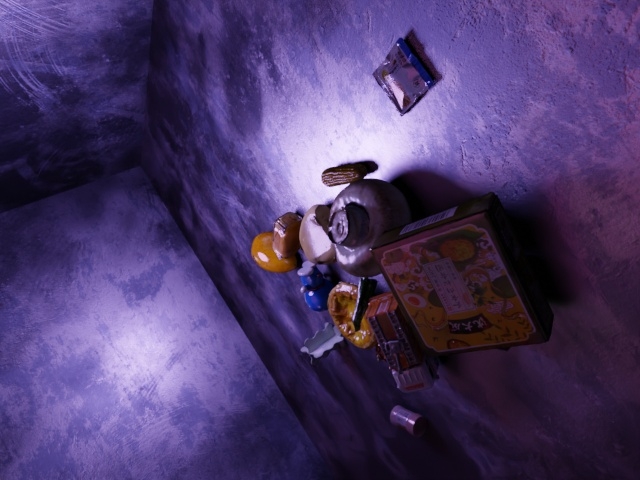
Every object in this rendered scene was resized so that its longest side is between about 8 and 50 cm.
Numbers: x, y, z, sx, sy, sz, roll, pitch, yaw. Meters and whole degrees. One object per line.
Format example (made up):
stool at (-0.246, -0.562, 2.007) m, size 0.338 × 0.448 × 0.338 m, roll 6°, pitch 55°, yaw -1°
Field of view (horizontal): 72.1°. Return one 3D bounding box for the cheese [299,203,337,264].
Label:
cheese at (0.000, 0.000, 1.979) m, size 0.259 × 0.128 × 0.315 m, roll 62°, pitch 147°, yaw 18°

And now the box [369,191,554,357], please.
box at (0.400, 0.118, 1.273) m, size 0.373 × 0.138 × 0.419 m, roll -21°, pitch 102°, yaw 38°

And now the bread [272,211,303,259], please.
bread at (-0.159, -0.020, 2.168) m, size 0.107 × 0.136 × 0.241 m, roll 41°, pitch 144°, yaw 25°

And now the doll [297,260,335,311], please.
doll at (-0.027, 0.225, 2.120) m, size 0.161 × 0.215 × 0.256 m, roll -12°, pitch 113°, yaw 37°

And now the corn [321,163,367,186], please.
corn at (0.087, -0.254, 1.690) m, size 0.231 × 0.080 × 0.080 m, roll -3°, pitch 113°, yaw 54°

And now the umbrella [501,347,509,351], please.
umbrella at (0.569, 0.202, 1.359) m, size 0.094 × 0.090 × 0.325 m, roll 6°, pitch 119°, yaw 37°

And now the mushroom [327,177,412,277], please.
mushroom at (0.157, -0.045, 1.548) m, size 0.352 × 0.261 × 0.351 m, roll -15°, pitch 72°, yaw 53°

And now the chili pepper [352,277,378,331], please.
chili pepper at (0.173, 0.263, 1.793) m, size 0.059 × 0.088 × 0.226 m, roll -16°, pitch 57°, yaw 67°

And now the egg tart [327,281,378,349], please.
egg tart at (0.173, 0.324, 1.970) m, size 0.341 × 0.132 × 0.340 m, roll 30°, pitch 134°, yaw 38°

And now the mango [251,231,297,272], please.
mango at (-0.251, 0.073, 2.333) m, size 0.290 × 0.191 × 0.159 m, roll 36°, pitch 148°, yaw 27°

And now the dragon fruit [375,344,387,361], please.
dragon fruit at (0.296, 0.496, 1.976) m, size 0.147 × 0.096 × 0.102 m, roll 39°, pitch 139°, yaw 28°

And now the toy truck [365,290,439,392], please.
toy truck at (0.319, 0.402, 1.708) m, size 0.174 × 0.207 × 0.387 m, roll -22°, pitch 99°, yaw 23°

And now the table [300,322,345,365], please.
table at (0.009, 0.550, 2.324) m, size 0.167 × 0.198 × 0.166 m, roll 34°, pitch 140°, yaw 35°

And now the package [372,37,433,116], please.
package at (0.244, -0.488, 1.326) m, size 0.171 × 0.027 × 0.173 m, roll 57°, pitch 152°, yaw 5°

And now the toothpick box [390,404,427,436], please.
toothpick box at (0.416, 0.855, 2.088) m, size 0.149 × 0.099 × 0.098 m, roll 5°, pitch 119°, yaw 55°
